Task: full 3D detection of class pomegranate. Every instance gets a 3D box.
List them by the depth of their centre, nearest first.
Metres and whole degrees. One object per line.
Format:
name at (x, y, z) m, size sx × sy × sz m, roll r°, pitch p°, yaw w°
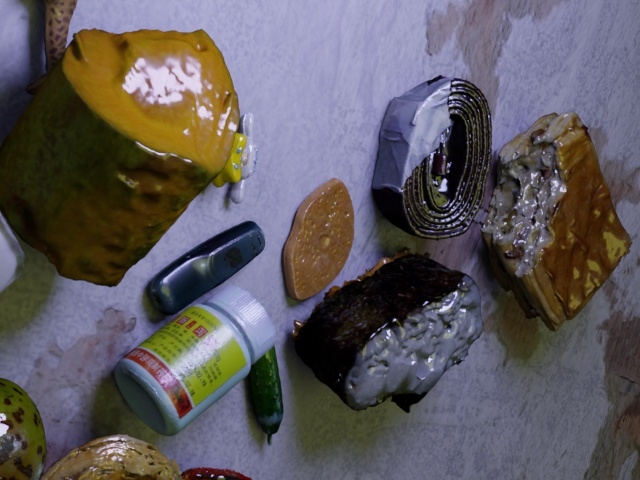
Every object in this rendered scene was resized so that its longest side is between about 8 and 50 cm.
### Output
pomegranate at (-0.450, 0.286, 1.301) m, size 0.198 × 0.198 × 0.246 m, roll -6°, pitch 129°, yaw -44°

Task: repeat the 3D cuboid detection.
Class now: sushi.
sushi at (0.122, 0.167, 1.828) m, size 0.349 × 0.207 × 0.234 m, roll -22°, pitch 128°, yaw -33°

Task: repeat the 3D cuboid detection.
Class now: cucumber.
cucumber at (-0.091, 0.236, 1.731) m, size 0.056 × 0.056 × 0.250 m, roll -25°, pitch 118°, yaw -38°

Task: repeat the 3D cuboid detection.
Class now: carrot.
carrot at (-0.255, -0.114, 1.294) m, size 0.241 × 0.241 × 0.340 m, roll 25°, pitch 109°, yaw -46°

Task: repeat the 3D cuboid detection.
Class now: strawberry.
strawberry at (-0.179, 0.426, 1.674) m, size 0.192 × 0.085 × 0.140 m, roll 12°, pitch 101°, yaw -41°

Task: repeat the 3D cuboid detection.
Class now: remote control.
remote control at (-0.171, 0.039, 1.603) m, size 0.222 × 0.042 × 0.072 m, roll -35°, pitch 122°, yaw -34°

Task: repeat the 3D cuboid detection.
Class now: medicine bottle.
medicine bottle at (-0.187, 0.178, 1.557) m, size 0.225 × 0.139 × 0.139 m, roll -38°, pitch 125°, yaw -32°

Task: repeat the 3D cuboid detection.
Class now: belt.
belt at (0.197, -0.150, 1.845) m, size 0.184 × 0.164 × 0.289 m, roll 7°, pitch 99°, yaw -20°

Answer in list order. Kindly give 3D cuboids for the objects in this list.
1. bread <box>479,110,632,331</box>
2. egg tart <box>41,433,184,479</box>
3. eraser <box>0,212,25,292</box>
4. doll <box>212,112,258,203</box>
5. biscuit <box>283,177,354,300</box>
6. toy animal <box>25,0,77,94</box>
bread at (0.449, -0.043, 2.105) m, size 0.314 × 0.191 × 0.370 m, roll -41°, pitch 115°, yaw -23°
egg tart at (-0.329, 0.390, 1.497) m, size 0.297 × 0.132 × 0.297 m, roll -22°, pitch 129°, yaw -30°
eraser at (-0.482, -0.020, 1.155) m, size 0.331 × 0.150 × 0.331 m, roll -29°, pitch 144°, yaw -24°
doll at (-0.132, -0.120, 1.593) m, size 0.113 × 0.072 × 0.135 m, roll -41°, pitch 136°, yaw -53°
biscuit at (0.000, 0.000, 1.773) m, size 0.142 × 0.029 × 0.220 m, roll 19°, pitch 87°, yaw -45°
toy animal at (-0.356, -0.319, 1.313) m, size 0.149 × 0.054 × 0.275 m, roll -37°, pitch 126°, yaw -29°
